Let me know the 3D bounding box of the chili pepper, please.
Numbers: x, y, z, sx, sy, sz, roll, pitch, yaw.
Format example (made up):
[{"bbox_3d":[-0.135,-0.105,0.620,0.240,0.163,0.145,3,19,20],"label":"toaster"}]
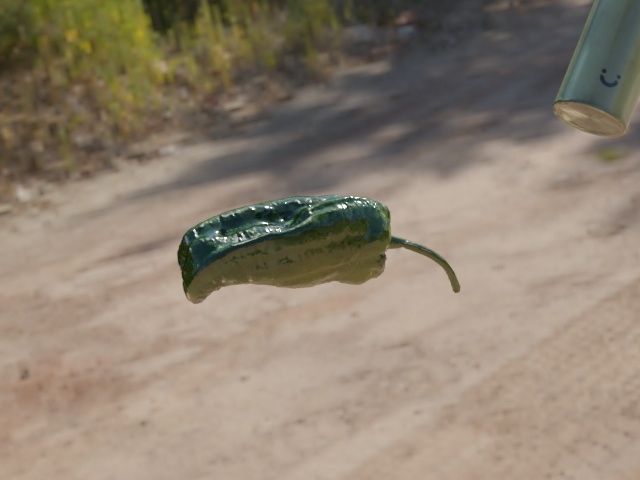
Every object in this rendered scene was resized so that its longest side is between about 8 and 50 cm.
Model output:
[{"bbox_3d":[-0.001,0.000,1.140,0.204,0.073,0.072,-6,49,-13],"label":"chili pepper"}]

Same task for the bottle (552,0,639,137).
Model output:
[{"bbox_3d":[0.283,-0.200,1.479,0.072,0.201,0.072,21,-12,5],"label":"bottle"}]
